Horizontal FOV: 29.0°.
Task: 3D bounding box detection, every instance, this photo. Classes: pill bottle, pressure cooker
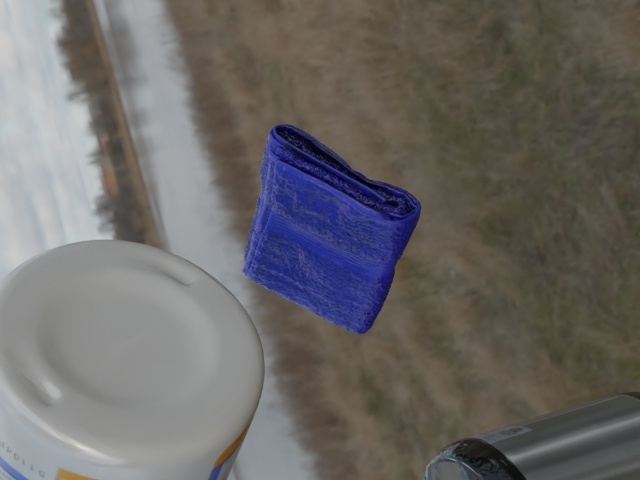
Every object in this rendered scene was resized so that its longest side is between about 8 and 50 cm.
[{"bbox_3d":[-0.137,0.142,0.719,0.272,0.152,0.152,113,147,-41],"label":"pill bottle"},{"bbox_3d":[0.382,0.393,1.628,0.370,0.420,0.376,-129,34,-48],"label":"pressure cooker"}]

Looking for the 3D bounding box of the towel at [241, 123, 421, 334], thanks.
[{"bbox_3d":[0.000,0.000,1.703,0.227,0.076,0.308,31,146,11],"label":"towel"}]
